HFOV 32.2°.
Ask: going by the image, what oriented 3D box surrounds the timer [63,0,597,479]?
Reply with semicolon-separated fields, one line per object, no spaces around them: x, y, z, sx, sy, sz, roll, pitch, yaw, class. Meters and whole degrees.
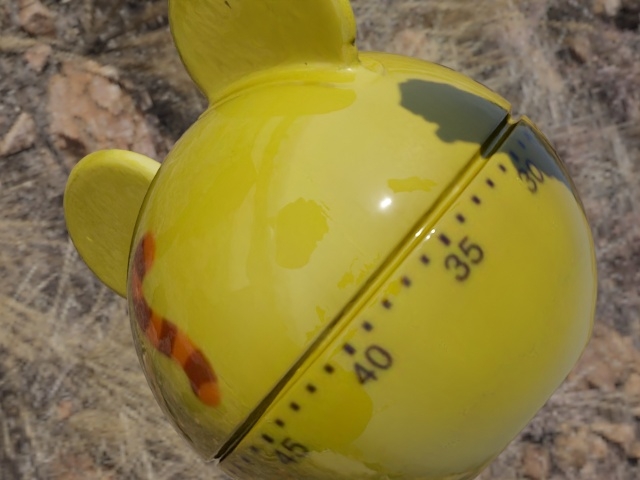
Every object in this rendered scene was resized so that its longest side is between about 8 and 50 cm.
0.000;0.000;0.814;0.387;0.376;0.376;41;36;5;timer
